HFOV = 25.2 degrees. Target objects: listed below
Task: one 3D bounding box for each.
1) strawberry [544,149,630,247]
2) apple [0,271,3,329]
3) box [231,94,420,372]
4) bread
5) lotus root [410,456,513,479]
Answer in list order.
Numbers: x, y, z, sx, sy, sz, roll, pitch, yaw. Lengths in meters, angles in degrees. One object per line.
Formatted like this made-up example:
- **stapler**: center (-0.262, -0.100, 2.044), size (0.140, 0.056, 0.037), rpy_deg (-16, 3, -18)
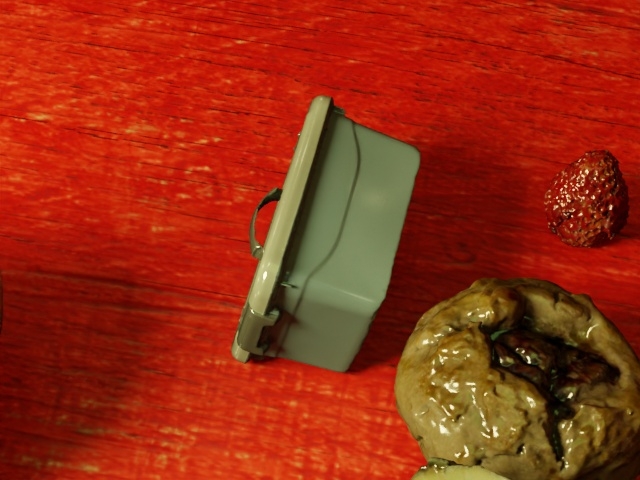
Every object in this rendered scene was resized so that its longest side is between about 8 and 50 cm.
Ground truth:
- **strawberry**: center (0.255, -0.043, 1.355), size (0.083, 0.096, 0.083), rpy_deg (-2, 44, 2)
- **apple**: center (-0.403, 0.097, 1.125), size (0.302, 0.301, 0.301), rpy_deg (1, 55, -1)
- **box**: center (0.000, 0.000, 1.281), size (0.130, 0.162, 0.227), rpy_deg (17, 56, -3)
- **bread**: center (0.178, 0.122, 1.190), size (0.230, 0.123, 0.230), rpy_deg (15, 38, -12)
- **lotus root**: center (0.137, 0.301, 1.058), size (0.149, 0.267, 0.260), rpy_deg (17, 22, -42)
